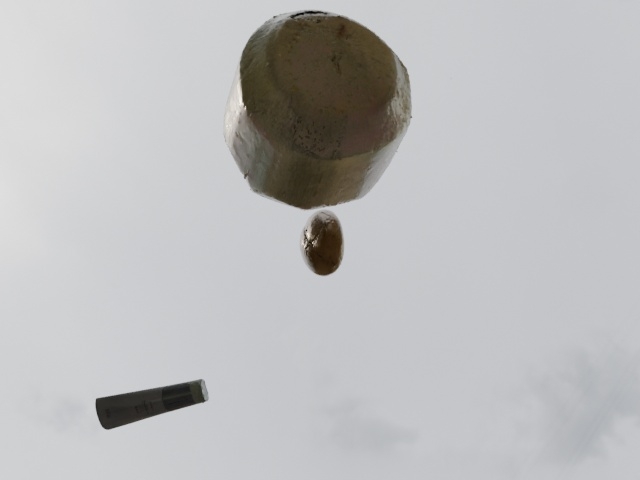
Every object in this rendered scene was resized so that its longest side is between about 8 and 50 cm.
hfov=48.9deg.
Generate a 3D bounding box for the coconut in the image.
[{"bbox_3d":[-0.009,-0.112,0.642,0.170,0.183,0.171,6,-114,-14],"label":"coconut"}]

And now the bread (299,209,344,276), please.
[{"bbox_3d":[0.000,0.000,1.384,0.077,0.189,0.114,7,-66,-13],"label":"bread"}]

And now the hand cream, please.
[{"bbox_3d":[-0.375,0.361,1.558,0.255,0.048,0.079,-14,-84,7],"label":"hand cream"}]
